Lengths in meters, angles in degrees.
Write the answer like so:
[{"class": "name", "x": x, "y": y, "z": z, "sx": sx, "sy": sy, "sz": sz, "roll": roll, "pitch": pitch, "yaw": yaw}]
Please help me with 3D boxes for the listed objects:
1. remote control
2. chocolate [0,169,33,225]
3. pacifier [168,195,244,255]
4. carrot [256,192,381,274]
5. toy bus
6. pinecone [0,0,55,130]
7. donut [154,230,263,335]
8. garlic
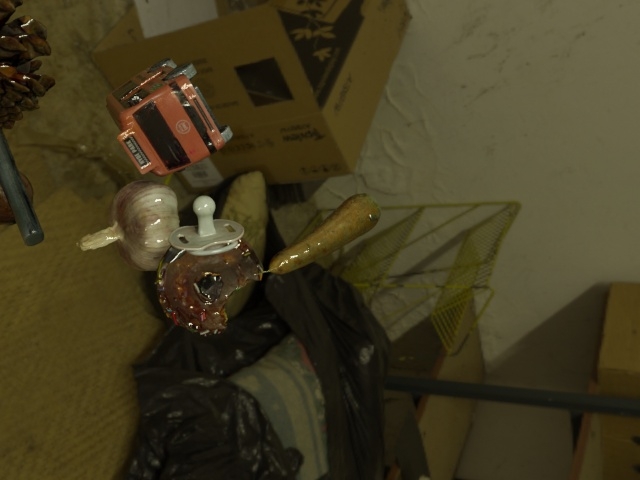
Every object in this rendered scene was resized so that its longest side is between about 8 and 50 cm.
[{"class": "remote control", "x": -0.640, "y": -0.174, "z": 1.192, "sx": 0.044, "sy": 0.107, "sz": 0.378, "roll": -21, "pitch": 86, "yaw": -31}, {"class": "chocolate", "x": -0.772, "y": -0.118, "z": 1.404, "sx": 0.176, "sy": 0.176, "sz": 0.177, "roll": 4, "pitch": 86, "yaw": -63}, {"class": "pacifier", "x": -0.146, "y": -0.020, "z": 0.770, "sx": 0.099, "sy": 0.081, "sz": 0.078, "roll": -14, "pitch": 118, "yaw": -28}, {"class": "carrot", "x": 0.000, "y": 0.000, "z": 1.090, "sx": 0.298, "sy": 0.078, "sz": 0.078, "roll": -33, "pitch": 121, "yaw": -34}, {"class": "toy bus", "x": -0.396, "y": -0.308, "z": 1.483, "sx": 0.233, "sy": 0.427, "sz": 0.203, "roll": -34, "pitch": 119, "yaw": -10}, {"class": "pinecone", "x": -0.274, "y": -0.146, "z": 0.444, "sx": 0.140, "sy": 0.140, "sz": 0.121, "roll": 14, "pitch": 56, "yaw": -62}, {"class": "donut", "x": -0.250, "y": 0.081, "z": 1.297, "sx": 0.216, "sy": 0.096, "sz": 0.230, "roll": 25, "pitch": 90, "yaw": -21}, {"class": "garlic", "x": -0.488, "y": -0.026, "z": 1.517, "sx": 0.253, "sy": 0.245, "sz": 0.245, "roll": -13, "pitch": 104, "yaw": -27}]
